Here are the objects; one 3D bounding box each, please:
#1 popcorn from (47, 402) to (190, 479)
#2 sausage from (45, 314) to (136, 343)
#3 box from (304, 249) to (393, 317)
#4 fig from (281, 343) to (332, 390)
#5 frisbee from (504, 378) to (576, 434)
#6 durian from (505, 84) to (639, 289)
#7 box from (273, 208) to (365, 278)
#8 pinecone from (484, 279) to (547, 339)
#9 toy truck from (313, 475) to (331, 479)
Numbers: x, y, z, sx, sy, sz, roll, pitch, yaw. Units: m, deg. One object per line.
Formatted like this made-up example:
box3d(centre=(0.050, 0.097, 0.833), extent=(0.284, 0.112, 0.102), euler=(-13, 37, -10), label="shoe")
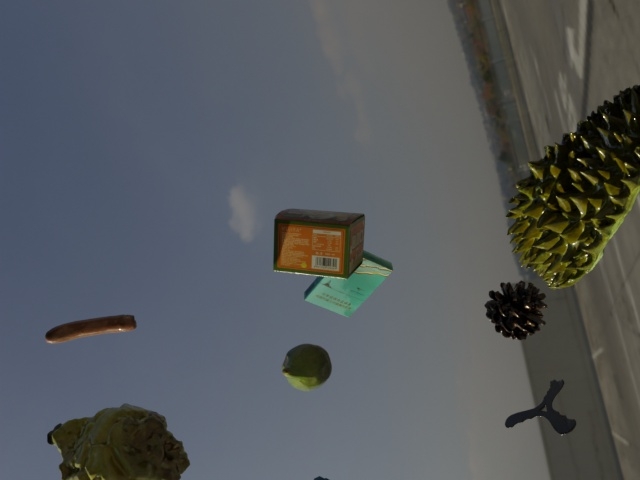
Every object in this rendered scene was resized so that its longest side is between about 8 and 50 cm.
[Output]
box3d(centre=(-0.459, 0.513, 1.333), extent=(0.293, 0.237, 0.293), euler=(40, -156, -22), label="popcorn")
box3d(centre=(-0.497, 0.191, 1.218), extent=(0.043, 0.186, 0.043), euler=(172, 90, -78), label="sausage")
box3d(centre=(0.079, 0.119, 1.625), extent=(0.162, 0.229, 0.041), euler=(23, -145, -22), label="box")
box3d(centre=(-0.076, 0.531, 2.294), extent=(0.275, 0.206, 0.206), euler=(2, -104, -70), label="fig")
box3d(centre=(0.613, 0.445, 1.506), extent=(0.187, 0.211, 0.012), euler=(-45, -75, -28), label="frisbee")
box3d(centre=(0.414, -0.074, 0.797), extent=(0.198, 0.394, 0.163), euler=(8, -151, -27), label="durian")
box3d(centre=(0.000, 0.000, 1.424), extent=(0.177, 0.195, 0.148), euler=(-34, -53, -70), label="box")
box3d(centre=(0.441, 0.150, 1.252), extent=(0.140, 0.121, 0.140), euler=(25, -139, -24), label="pinecone")
box3d(centre=(0.036, 0.453, 0.926), extent=(0.063, 0.136, 0.074), euler=(46, -116, -50), label="toy truck")
